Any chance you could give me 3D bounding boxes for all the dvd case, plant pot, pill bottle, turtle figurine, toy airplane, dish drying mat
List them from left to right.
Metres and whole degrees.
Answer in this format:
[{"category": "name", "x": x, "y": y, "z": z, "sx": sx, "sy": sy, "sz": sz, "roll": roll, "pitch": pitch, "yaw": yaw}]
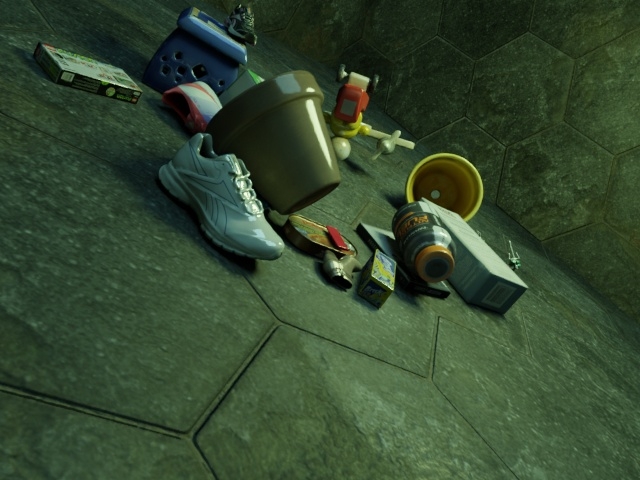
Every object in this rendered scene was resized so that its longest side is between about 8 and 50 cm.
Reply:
[{"category": "plant pot", "x": -0.326, "y": -0.493, "z": 1.645, "sx": 0.236, "sy": 0.212, "sz": 0.236, "roll": 27, "pitch": 21, "yaw": -20}, {"category": "plant pot", "x": -0.077, "y": -0.183, "z": 1.250, "sx": 0.229, "sy": 0.263, "sz": 0.263, "roll": 61, "pitch": 24, "yaw": 5}, {"category": "dish drying mat", "x": 0.036, "y": -0.004, "z": 1.320, "sx": 0.032, "sy": 0.008, "sz": 0.083, "roll": 22, "pitch": 25, "yaw": -33}, {"category": "toy airplane", "x": 0.080, "y": -0.395, "z": 2.082, "sx": 0.386, "sy": 0.273, "sz": 0.384, "roll": 4, "pitch": -18, "yaw": 43}, {"category": "dvd case", "x": 0.213, "y": 0.050, "z": 1.550, "sx": 0.179, "sy": 0.030, "sz": 0.239, "roll": 16, "pitch": 27, "yaw": -42}, {"category": "pill bottle", "x": 0.259, "y": 0.007, "z": 1.486, "sx": 0.130, "sy": 0.130, "sz": 0.246, "roll": 29, "pitch": 21, "yaw": -17}, {"category": "plant pot", "x": 0.415, "y": -0.165, "z": 2.087, "sx": 0.254, "sy": 0.254, "sz": 0.239, "roll": 36, "pitch": 4, "yaw": 2}, {"category": "turtle figurine", "x": 0.549, "y": 0.078, "z": 1.901, "sx": 0.175, "sy": 0.118, "sz": 0.234, "roll": 18, "pitch": 39, "yaw": -19}]

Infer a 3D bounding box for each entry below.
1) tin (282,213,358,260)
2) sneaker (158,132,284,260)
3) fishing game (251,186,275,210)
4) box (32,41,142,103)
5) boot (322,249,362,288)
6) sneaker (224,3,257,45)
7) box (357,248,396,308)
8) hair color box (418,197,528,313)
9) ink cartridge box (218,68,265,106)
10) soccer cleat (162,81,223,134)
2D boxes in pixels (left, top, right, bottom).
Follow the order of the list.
[{"category": "tin", "x": 0.000, "y": 0.000, "z": 1.314, "sx": 0.189, "sy": 0.040, "sz": 0.106, "roll": 22, "pitch": 28, "yaw": -34}, {"category": "sneaker", "x": -0.171, "y": -0.079, "z": 1.083, "sx": 0.297, "sy": 0.129, "sz": 0.111, "roll": 43, "pitch": 19, "yaw": 16}, {"category": "fishing game", "x": -0.171, "y": -0.115, "z": 1.297, "sx": 0.189, "sy": 0.041, "sz": 0.264, "roll": 41, "pitch": 13, "yaw": 15}, {"category": "box", "x": -0.508, "y": -0.366, "z": 1.323, "sx": 0.114, "sy": 0.036, "sz": 0.207, "roll": 45, "pitch": 22, "yaw": 26}, {"category": "boot", "x": 0.051, "y": 0.067, "z": 1.247, "sx": 0.118, "sy": 0.042, "sz": 0.087, "roll": 21, "pitch": 31, "yaw": -31}, {"category": "sneaker", "x": -0.212, "y": -0.599, "z": 1.639, "sx": 0.072, "sy": 0.077, "sz": 0.178, "roll": 16, "pitch": 28, "yaw": -40}, {"category": "box", "x": 0.125, "y": 0.080, "z": 1.306, "sx": 0.059, "sy": 0.054, "sz": 0.169, "roll": 34, "pitch": 19, "yaw": -3}, {"category": "hair color box", "x": 0.419, "y": 0.040, "z": 1.783, "sx": 0.185, "sy": 0.114, "sz": 0.374, "roll": 20, "pitch": 26, "yaw": -38}, {"category": "ink cartridge box", "x": -0.169, "y": -0.343, "z": 1.602, "sx": 0.208, "sy": 0.153, "sz": 0.087, "roll": 13, "pitch": 40, "yaw": -59}, {"category": "soccer cleat", "x": -0.255, "y": -0.268, "z": 1.443, "sx": 0.116, "sy": 0.109, "sz": 0.318, "roll": -22, "pitch": 60, "yaw": -42}]
